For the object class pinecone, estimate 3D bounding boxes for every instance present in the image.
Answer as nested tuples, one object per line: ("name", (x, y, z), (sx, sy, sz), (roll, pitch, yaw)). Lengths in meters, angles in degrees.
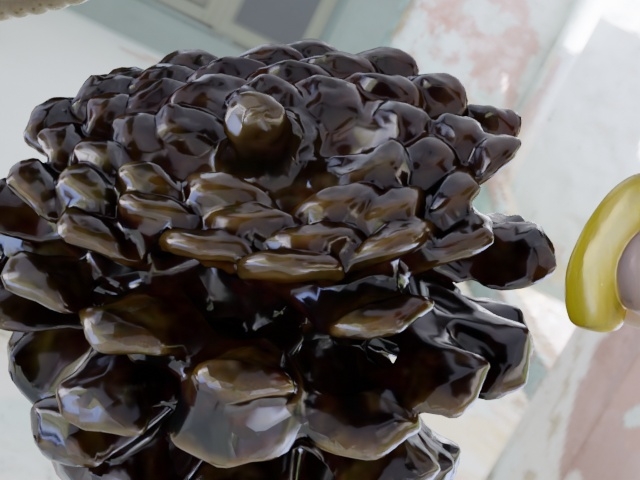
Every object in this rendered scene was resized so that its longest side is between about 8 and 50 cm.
("pinecone", (-0.030, 0.038, 0.820), (0.397, 0.398, 0.398), (26, -166, -7))

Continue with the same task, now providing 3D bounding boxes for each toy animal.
("toy animal", (0.199, 0.012, 0.647), (0.082, 0.091, 0.114), (20, 161, -30))

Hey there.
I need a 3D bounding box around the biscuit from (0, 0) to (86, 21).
("biscuit", (-0.287, -0.383, 1.131), (0.217, 0.325, 0.044), (-8, 177, 19))
